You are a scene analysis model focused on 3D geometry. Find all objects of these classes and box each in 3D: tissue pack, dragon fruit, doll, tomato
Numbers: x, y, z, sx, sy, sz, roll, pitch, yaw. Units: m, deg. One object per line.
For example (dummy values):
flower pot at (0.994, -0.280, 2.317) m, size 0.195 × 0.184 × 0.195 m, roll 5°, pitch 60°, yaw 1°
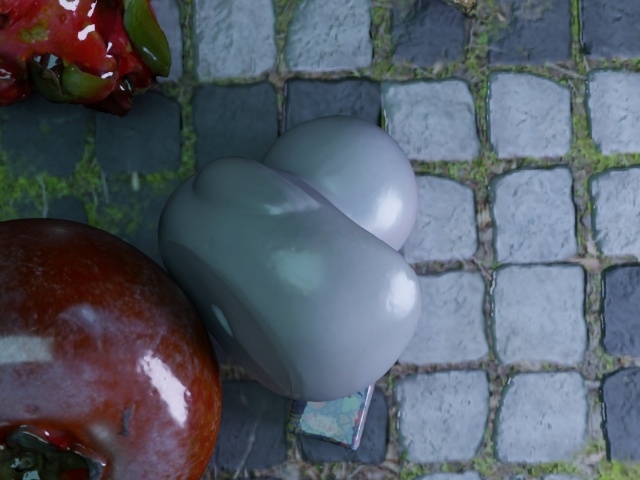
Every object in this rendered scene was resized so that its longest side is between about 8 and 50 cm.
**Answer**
tissue pack at (0.011, 0.125, 1.163) m, size 0.063 × 0.035 × 0.083 m, roll 15°, pitch 88°, yaw 7°
dragon fruit at (-0.250, -0.218, 1.108) m, size 0.237 × 0.231 × 0.302 m, roll -47°, pitch 125°, yaw 0°
doll at (0.000, 0.000, 1.088) m, size 0.221 × 0.251 × 0.221 m, roll -10°, pitch 111°, yaw -27°
tomato at (-0.211, 0.105, 1.077) m, size 0.270 × 0.227 × 0.270 m, roll -1°, pitch 127°, yaw -1°

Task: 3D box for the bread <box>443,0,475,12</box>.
bread at (0.102, -0.234, 1.160) m, size 0.076 × 0.083 × 0.070 m, roll 25°, pitch 97°, yaw 9°
